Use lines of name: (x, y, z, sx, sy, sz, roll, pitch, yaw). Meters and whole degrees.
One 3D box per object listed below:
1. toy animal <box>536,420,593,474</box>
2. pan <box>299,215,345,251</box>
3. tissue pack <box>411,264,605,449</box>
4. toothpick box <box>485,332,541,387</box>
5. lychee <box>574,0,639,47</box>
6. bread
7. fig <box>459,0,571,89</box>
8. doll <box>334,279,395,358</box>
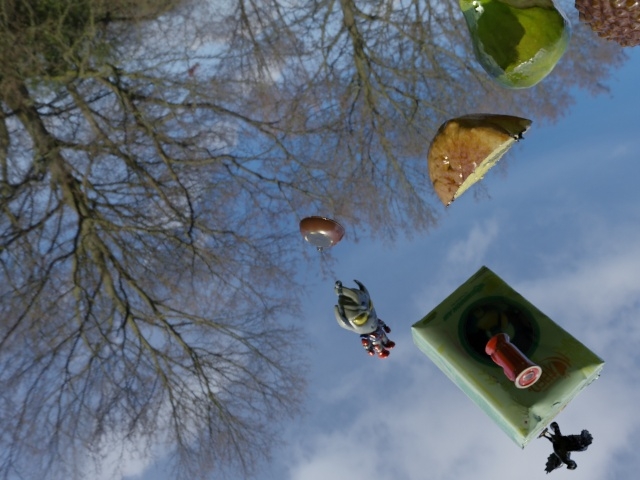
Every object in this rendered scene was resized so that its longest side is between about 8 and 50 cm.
toy animal: (0.589, 0.505, 1.178, 0.062, 0.220, 0.108, -16, -131, -26)
pan: (0.000, 0.001, 0.714, 0.069, 0.115, 0.023, 12, -114, 4)
tissue pack: (0.474, 0.293, 1.267, 0.287, 0.162, 0.388, -39, -126, -8)
toothpick box: (0.304, 0.189, 0.765, 0.047, 0.047, 0.083, -27, -145, -5)
lychee: (0.502, -0.413, 0.683, 0.268, 0.267, 0.267, -16, -147, 11)
bread: (0.297, -0.187, 0.985, 0.129, 0.134, 0.260, -35, 170, -28)
fig: (0.413, -0.477, 1.087, 0.206, 0.275, 0.206, -54, -157, 36)
doll: (0.086, 0.160, 0.995, 0.104, 0.194, 0.062, -41, -166, -20)
